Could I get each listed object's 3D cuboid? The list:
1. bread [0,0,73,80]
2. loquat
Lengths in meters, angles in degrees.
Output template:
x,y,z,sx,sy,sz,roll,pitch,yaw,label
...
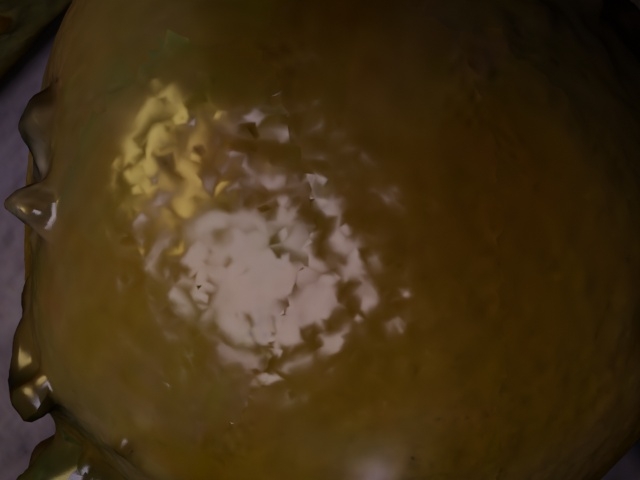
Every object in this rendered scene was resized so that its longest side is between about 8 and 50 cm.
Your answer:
x,y,z,sx,sy,sz,roll,pitch,yaw,label
-0.137,-0.116,0.510,0.361,0.077,0.138,-38,78,32,bread
0.000,0.000,0.391,0.204,0.149,0.172,-42,77,-5,loquat
